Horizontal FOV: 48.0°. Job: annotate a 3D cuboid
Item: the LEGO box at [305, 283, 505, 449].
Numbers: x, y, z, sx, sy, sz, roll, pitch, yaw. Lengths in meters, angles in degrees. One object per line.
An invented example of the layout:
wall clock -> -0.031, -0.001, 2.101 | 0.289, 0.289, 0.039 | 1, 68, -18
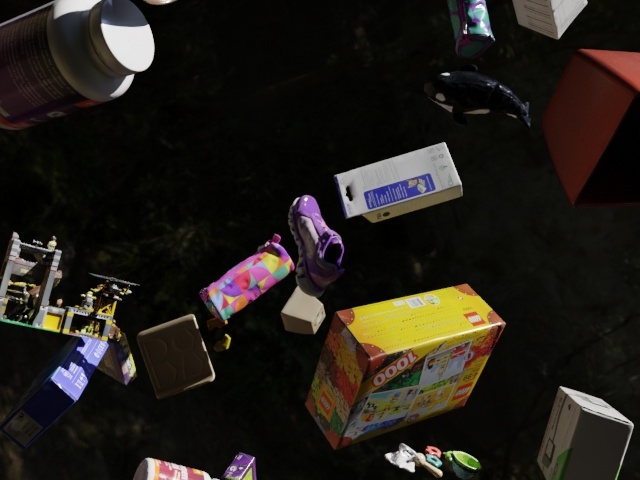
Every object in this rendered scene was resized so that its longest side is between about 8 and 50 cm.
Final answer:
LEGO box -> 0.244, 0.361, 2.111 | 0.193, 0.499, 0.373 | 50, -43, 40

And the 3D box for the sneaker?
sneaker -> 0.000, 0.000, 1.547 | 0.095, 0.104, 0.237 | 21, 49, -43

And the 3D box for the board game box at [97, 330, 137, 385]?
board game box -> -0.582, 0.301, 1.970 | 0.141, 0.048, 0.170 | 22, -46, 30

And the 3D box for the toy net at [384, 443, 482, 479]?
toy net -> 0.245, 0.482, 1.615 | 0.045, 0.232, 0.122 | -67, -156, 12

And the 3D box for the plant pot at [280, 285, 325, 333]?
plant pot -> -0.047, 0.224, 2.185 | 0.096, 0.109, 0.109 | 21, -31, 22

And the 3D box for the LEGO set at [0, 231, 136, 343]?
LEGO set -> -0.576, 0.096, 1.549 | 0.255, 0.331, 0.192 | -11, -115, 64

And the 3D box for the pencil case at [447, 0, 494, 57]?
pencil case -> 0.240, -0.382, 1.182 | 0.070, 0.064, 0.152 | 12, 64, -56

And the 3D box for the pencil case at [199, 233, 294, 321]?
pencil case -> -0.175, 0.091, 1.722 | 0.104, 0.236, 0.104 | 45, -18, 18

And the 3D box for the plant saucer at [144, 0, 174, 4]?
plant saucer -> -0.223, -0.461, 1.123 | 0.036, 0.198, 0.198 | 45, -10, 10

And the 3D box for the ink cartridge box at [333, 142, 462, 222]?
ink cartridge box -> 0.216, -0.154, 2.020 | 0.065, 0.332, 0.166 | 69, 7, -56

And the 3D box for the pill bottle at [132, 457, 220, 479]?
pill bottle -> -0.342, 0.617, 1.759 | 0.221, 0.121, 0.121 | 23, 17, -24

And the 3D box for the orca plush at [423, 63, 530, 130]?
orca plush -> 0.403, -0.347, 1.776 | 0.287, 0.151, 0.102 | 28, 0, -11

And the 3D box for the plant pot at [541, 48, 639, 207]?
plant pot -> 0.606, -0.246, 1.453 | 0.236, 0.267, 0.267 | -115, -150, -42

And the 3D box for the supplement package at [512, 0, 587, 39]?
supplement package -> 0.582, -0.663, 1.854 | 0.134, 0.139, 0.244 | 37, -5, 34

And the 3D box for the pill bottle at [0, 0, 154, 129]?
pill bottle -> -0.452, -0.310, 1.241 | 0.181, 0.322, 0.182 | 29, 56, -57

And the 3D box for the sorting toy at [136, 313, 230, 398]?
sorting toy -> -0.426, 0.362, 2.340 | 0.041, 0.307, 0.229 | 10, 60, -80

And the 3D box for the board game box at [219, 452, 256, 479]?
board game box -> -0.235, 0.652, 1.546 | 0.347, 0.056, 0.208 | -48, 141, -53

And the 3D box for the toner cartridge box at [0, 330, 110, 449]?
toner cartridge box -> -0.592, 0.315, 1.636 | 0.075, 0.165, 0.348 | 47, 6, -13

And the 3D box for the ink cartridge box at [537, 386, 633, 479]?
ink cartridge box -> 0.579, 0.454, 1.601 | 0.273, 0.114, 0.199 | 18, 89, -81
